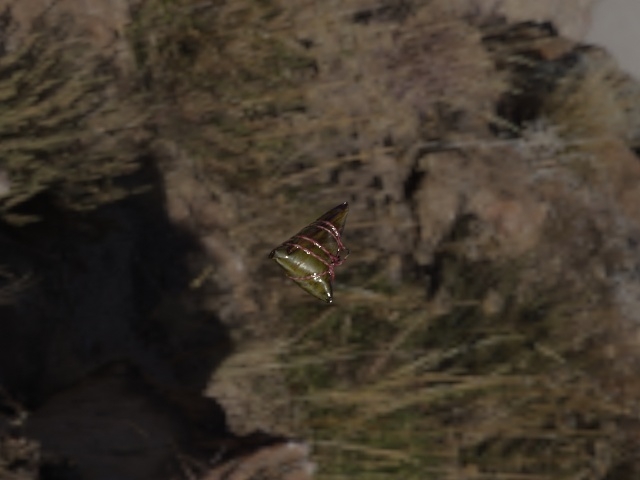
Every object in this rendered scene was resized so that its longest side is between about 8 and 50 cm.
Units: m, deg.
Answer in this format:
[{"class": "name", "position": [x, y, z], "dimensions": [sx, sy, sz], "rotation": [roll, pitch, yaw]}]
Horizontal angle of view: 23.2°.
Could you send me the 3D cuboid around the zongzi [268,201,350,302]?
[{"class": "zongzi", "position": [0.000, 0.000, 1.314], "dimensions": [0.067, 0.073, 0.083], "rotation": [35, 18, -10]}]
